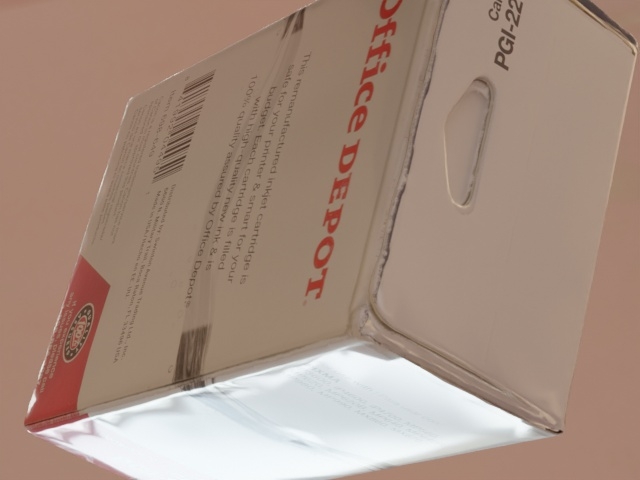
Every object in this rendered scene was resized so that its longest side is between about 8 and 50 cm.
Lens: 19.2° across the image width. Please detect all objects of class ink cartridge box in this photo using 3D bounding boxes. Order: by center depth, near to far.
[{"bbox_3d":[0.000,0.000,0.691,0.218,0.092,0.158,-21,47,52],"label":"ink cartridge box"}]
